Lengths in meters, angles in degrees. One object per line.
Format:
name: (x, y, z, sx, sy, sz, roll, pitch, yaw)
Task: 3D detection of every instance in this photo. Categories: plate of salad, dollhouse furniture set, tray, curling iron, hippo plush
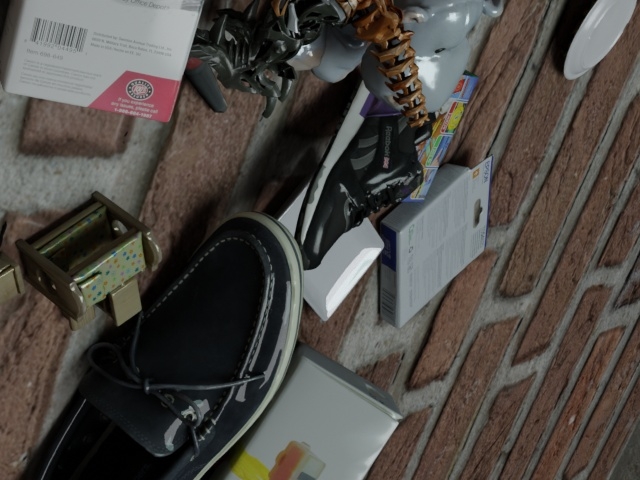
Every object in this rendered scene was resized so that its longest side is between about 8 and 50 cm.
plate of salad: (0.440, -0.345, 2.049, 0.200, 0.048, 0.200, -43, 158, -22)
dollhouse furniture set: (-0.264, 0.073, 1.376, 0.182, 0.101, 0.161, -37, 144, -30)
tray: (0.000, 0.000, 1.758, 0.145, 0.030, 0.270, -51, 149, -9)
curling iron: (-0.146, -0.199, 1.342, 0.035, 0.068, 0.274, -55, 155, -6)
hippo plush: (0.093, -0.273, 1.428, 0.234, 0.236, 0.294, -22, 136, -44)

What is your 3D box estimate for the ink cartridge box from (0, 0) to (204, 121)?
ink cartridge box: (-0.187, -0.233, 1.150, 0.158, 0.092, 0.218, 9, 116, -23)

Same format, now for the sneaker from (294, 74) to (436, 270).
sneaker: (0.061, -0.077, 1.583, 0.107, 0.124, 0.283, 107, 6, -64)

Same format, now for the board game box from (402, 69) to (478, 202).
board game box: (0.136, -0.150, 1.808, 0.136, 0.035, 0.201, -1, 119, -55)

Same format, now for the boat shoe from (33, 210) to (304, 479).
boat shoe: (-0.187, 0.187, 1.521, 0.500, 0.186, 0.156, -56, 156, 9)

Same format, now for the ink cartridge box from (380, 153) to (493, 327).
ink cartridge box: (0.176, -0.007, 1.989, 0.224, 0.045, 0.223, -39, 146, -30)

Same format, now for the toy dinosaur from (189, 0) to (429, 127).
toy dinosaur: (-0.015, -0.243, 1.269, 0.218, 0.322, 0.164, -39, 164, 21)

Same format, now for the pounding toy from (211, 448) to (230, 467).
pounding toy: (-0.127, 0.212, 1.696, 0.236, 0.110, 0.183, -23, 136, -43)

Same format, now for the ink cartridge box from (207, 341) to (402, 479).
ink cartridge box: (-0.066, 0.341, 1.752, 0.385, 0.160, 0.279, -56, -179, -1)
